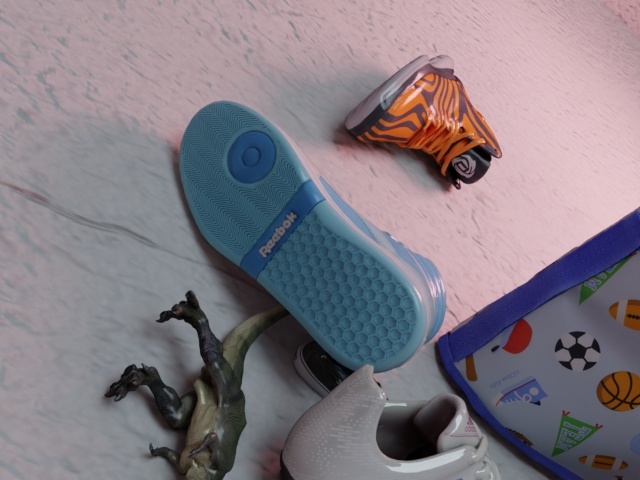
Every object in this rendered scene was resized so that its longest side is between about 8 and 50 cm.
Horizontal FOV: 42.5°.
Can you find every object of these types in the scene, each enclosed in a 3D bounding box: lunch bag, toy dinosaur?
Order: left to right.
[{"bbox_3d":[-0.095,0.115,0.658,0.118,0.064,0.268,46,32,-23],"label":"toy dinosaur"},{"bbox_3d":[0.379,0.129,0.970,0.385,0.328,0.239,31,36,-28],"label":"lunch bag"}]

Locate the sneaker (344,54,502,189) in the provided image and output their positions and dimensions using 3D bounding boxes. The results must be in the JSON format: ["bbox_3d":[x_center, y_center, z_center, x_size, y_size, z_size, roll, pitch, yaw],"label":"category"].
[{"bbox_3d":[0.162,-0.152,1.127,0.180,0.124,0.321,54,34,1],"label":"sneaker"}]

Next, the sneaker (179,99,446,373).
[{"bbox_3d":[0.000,0.000,0.831,0.319,0.127,0.208,51,13,18],"label":"sneaker"}]

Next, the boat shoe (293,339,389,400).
[{"bbox_3d":[0.035,0.146,0.797,0.142,0.040,0.049,42,36,-18],"label":"boat shoe"}]

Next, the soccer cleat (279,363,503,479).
[{"bbox_3d":[0.119,0.219,0.725,0.331,0.143,0.116,31,12,-30],"label":"soccer cleat"}]
